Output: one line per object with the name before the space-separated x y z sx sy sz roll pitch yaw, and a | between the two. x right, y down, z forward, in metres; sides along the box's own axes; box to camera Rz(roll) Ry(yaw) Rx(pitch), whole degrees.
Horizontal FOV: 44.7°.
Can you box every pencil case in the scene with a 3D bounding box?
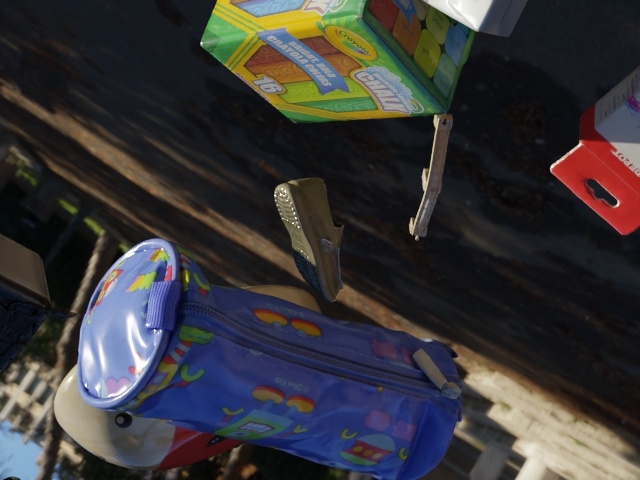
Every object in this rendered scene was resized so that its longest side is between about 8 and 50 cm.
pencil case | -0.020 0.098 0.582 0.306 0.119 0.133 23 144 -34

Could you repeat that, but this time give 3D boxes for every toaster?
toaster | -0.397 0.071 0.843 0.186 0.168 0.110 35 -166 -36

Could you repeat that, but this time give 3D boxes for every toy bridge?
toy bridge | 0.159 -0.085 1.117 0.026 0.188 0.063 10 -156 -1

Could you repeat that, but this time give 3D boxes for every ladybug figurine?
ladybug figurine | -0.150 0.204 1.125 0.449 0.305 0.162 -13 -122 -41

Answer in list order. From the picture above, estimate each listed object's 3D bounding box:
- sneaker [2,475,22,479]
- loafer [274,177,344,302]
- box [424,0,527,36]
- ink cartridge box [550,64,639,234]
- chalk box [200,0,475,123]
sneaker | -0.170 0.067 0.219 0.151 0.094 0.256 4 142 7
loafer | 0.000 0.000 0.768 0.056 0.050 0.148 40 155 46
box | 0.074 -0.233 0.487 0.038 0.145 0.186 -6 -142 -46
ink cartridge box | 0.383 -0.125 0.855 0.134 0.078 0.231 39 127 -9
chalk box | 0.053 -0.246 0.825 0.289 0.179 0.180 4 158 42
